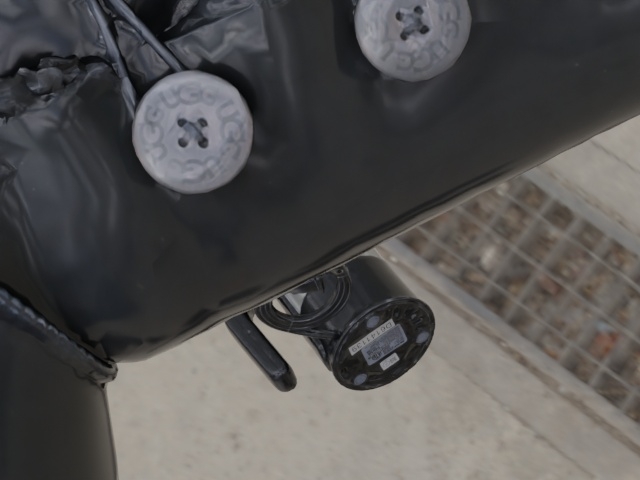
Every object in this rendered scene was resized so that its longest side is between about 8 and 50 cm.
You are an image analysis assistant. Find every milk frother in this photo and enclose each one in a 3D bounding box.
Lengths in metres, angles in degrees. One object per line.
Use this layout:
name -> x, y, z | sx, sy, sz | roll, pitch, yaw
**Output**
milk frother -> -0.006, 0.021, 1.270 | 0.129, 0.143, 0.135 | -22, 46, -19

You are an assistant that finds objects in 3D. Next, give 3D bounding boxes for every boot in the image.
boot -> -0.001, -0.002, 0.659 | 0.445, 0.367, 0.146 | -33, 22, -13
